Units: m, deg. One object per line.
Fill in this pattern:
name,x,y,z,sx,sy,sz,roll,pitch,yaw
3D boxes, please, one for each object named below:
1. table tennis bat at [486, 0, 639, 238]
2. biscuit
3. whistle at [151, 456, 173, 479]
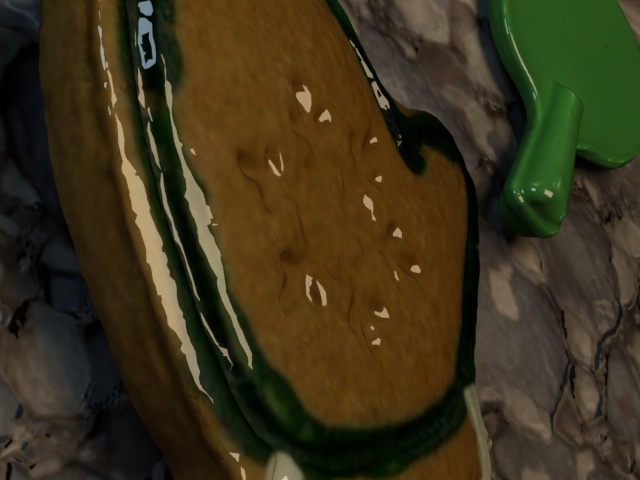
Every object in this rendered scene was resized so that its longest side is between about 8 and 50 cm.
table tennis bat,0.150,-0.094,0.936,0.160,0.039,0.257,45,40,-21
biscuit,0.002,0.000,0.686,0.287,0.057,0.344,-11,84,-58
whistle,-0.042,0.089,0.652,0.083,0.029,0.033,-16,114,-53
